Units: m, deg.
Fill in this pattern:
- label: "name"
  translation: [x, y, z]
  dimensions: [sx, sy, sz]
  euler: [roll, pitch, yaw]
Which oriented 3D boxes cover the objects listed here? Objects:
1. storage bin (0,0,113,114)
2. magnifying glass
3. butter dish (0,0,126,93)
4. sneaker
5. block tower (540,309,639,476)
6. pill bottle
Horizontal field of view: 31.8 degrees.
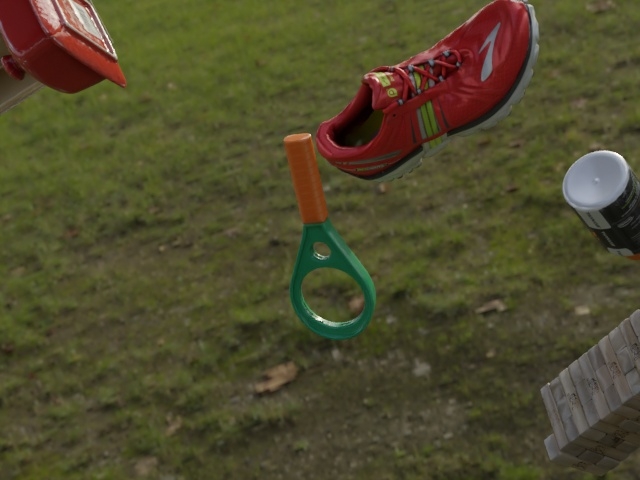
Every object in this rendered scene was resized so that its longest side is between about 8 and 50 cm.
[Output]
- label: "storage bin"
  translation: [-0.516, -0.370, 1.789]
  dimensions: [0.260, 0.262, 0.123]
  euler: [-37, 44, -15]
- label: "magnifying glass"
  translation: [0.000, 0.000, 1.166]
  dimensions: [0.092, 0.231, 0.026]
  euler: [-4, 26, 21]
- label: "butter dish"
  translation: [-0.334, -0.239, 1.354]
  dimensions: [0.118, 0.160, 0.160]
  euler: [-36, 62, 13]
- label: "sneaker"
  translation: [0.105, -0.151, 1.159]
  dimensions: [0.118, 0.107, 0.279]
  euler: [14, -43, -43]
- label: "block tower"
  translation: [0.384, 0.130, 1.241]
  dimensions: [0.335, 0.091, 0.097]
  euler: [-48, 34, 32]
- label: "pill bottle"
  translation: [0.559, -0.054, 2.106]
  dimensions: [0.130, 0.246, 0.130]
  euler: [-20, 51, 27]
